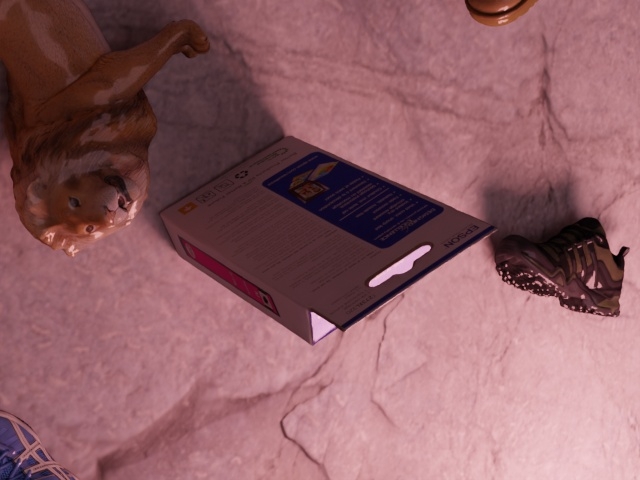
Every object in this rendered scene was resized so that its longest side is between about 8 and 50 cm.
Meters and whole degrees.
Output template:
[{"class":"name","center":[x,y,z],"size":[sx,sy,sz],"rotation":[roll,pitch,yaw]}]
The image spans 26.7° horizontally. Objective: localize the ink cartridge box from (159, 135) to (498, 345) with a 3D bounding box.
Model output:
[{"class":"ink cartridge box","center":[0.000,0.000,1.312],"size":[0.175,0.371,0.069],"rotation":[-33,119,-19]}]

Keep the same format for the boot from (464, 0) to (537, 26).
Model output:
[{"class":"boot","center":[0.192,-0.397,1.439],"size":[0.236,0.089,0.269],"rotation":[-62,148,-17]}]

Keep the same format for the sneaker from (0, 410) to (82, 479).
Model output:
[{"class":"sneaker","center":[-0.295,0.243,1.374],"size":[0.211,0.081,0.080],"rotation":[43,82,-33]}]

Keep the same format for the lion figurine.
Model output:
[{"class":"lion figurine","center":[-0.256,-0.196,1.252],"size":[0.240,0.142,0.392],"rotation":[-36,107,-10]}]

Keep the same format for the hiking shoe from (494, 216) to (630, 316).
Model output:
[{"class":"hiking shoe","center":[0.304,0.018,1.700],"size":[0.227,0.086,0.114],"rotation":[24,77,-41]}]
